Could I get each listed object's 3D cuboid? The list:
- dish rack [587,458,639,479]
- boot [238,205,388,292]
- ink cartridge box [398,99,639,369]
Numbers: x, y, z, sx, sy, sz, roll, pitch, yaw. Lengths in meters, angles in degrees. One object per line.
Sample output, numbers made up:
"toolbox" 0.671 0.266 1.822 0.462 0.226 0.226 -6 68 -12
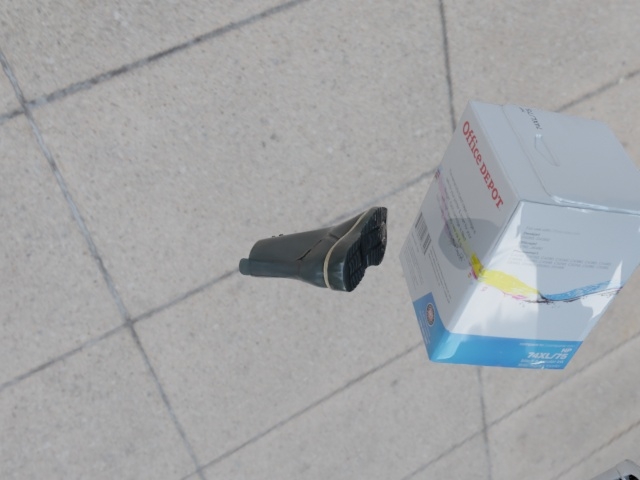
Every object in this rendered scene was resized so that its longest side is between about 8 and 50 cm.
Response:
"dish rack" 0.472 0.440 1.038 0.072 0.285 0.333 -19 156 -6
"boot" 0.000 0.000 0.957 0.198 0.137 0.076 -33 124 -63
"ink cartridge box" 0.247 -0.002 0.964 0.197 0.198 0.270 6 132 -15
